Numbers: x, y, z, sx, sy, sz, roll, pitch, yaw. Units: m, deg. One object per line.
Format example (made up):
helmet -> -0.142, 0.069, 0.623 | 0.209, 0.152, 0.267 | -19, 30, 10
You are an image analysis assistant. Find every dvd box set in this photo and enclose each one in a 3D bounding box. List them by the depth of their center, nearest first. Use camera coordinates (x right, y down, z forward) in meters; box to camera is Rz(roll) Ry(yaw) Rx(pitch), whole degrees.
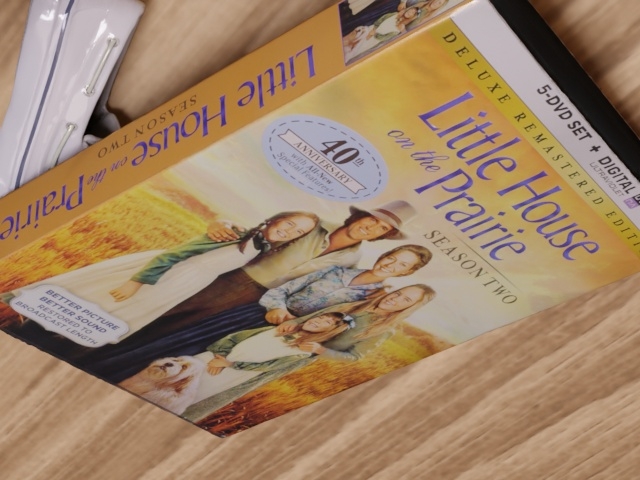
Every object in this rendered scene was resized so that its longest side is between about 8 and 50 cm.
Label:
dvd box set -> 0.000, 0.000, 0.804 | 0.420, 0.062, 0.307 | -25, 141, 26

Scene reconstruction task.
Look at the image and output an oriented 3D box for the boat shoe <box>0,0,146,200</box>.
boat shoe -> -0.174, -0.074, 0.804 | 0.075, 0.083, 0.226 | 18, 130, -6
